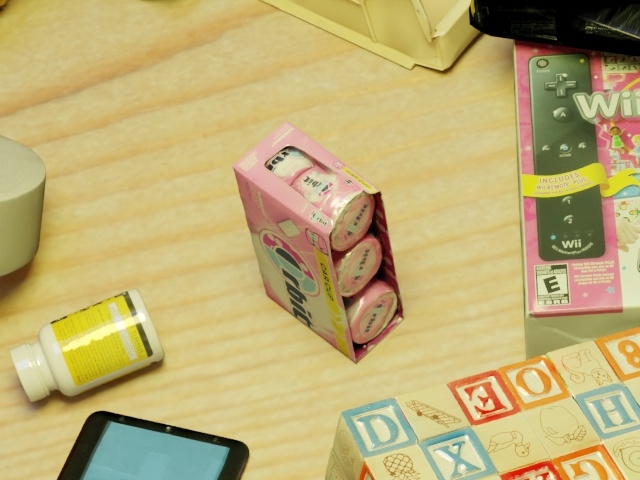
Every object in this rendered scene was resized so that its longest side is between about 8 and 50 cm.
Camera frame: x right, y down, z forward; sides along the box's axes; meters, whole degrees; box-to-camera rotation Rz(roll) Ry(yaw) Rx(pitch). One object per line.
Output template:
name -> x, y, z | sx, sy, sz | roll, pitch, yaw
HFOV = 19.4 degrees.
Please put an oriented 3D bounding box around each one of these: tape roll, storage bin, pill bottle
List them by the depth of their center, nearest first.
pill bottle -> -0.192, 0.089, 1.535 | 0.116, 0.065, 0.065 | -23, 54, -8
tape roll -> -0.343, -0.038, 1.578 | 0.219, 0.072, 0.219 | 9, 21, -4
storage bin -> 0.075, -0.318, 1.753 | 0.260, 0.123, 0.262 | 27, 62, 26

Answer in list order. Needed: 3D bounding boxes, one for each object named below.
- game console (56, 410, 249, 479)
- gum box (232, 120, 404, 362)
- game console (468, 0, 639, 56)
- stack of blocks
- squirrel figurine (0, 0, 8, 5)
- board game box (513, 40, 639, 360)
game console -> -0.145, 0.180, 1.452 | 0.144, 0.124, 0.085 | 10, 83, 17
gum box -> 0.000, 0.000, 1.491 | 0.062, 0.188, 0.107 | -41, 58, -20
game console -> 0.294, -0.264, 1.657 | 0.213, 0.044, 0.361 | 12, 39, 28
stack of blocks -> 0.174, 0.175, 1.346 | 0.297, 0.087, 0.171 | -13, 52, -22
squirrel figurine -> -0.462, -0.324, 1.712 | 0.397, 0.281, 0.370 | 50, 38, 7
board game box -> 0.273, -0.046, 1.539 | 0.224, 0.097, 0.303 | -4, 52, 7
